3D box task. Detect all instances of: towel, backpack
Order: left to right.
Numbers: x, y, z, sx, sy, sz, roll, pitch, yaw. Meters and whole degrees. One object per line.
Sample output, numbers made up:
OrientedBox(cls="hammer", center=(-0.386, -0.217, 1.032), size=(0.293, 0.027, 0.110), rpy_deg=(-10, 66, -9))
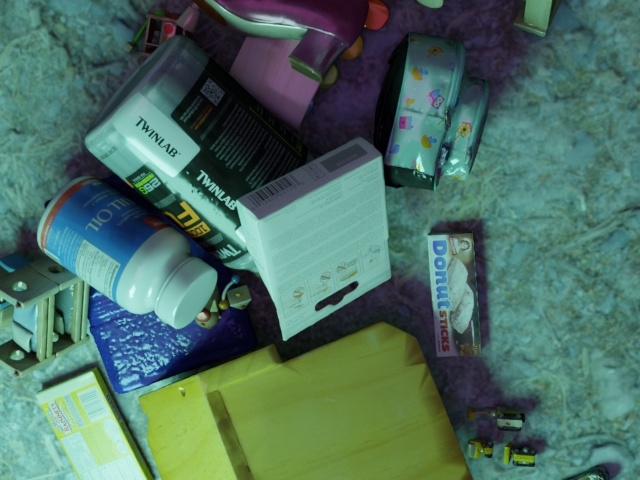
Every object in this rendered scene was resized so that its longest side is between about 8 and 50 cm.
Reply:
OrientedBox(cls="towel", center=(-0.241, 0.047, 1.429), size=(0.227, 0.076, 0.308), rpy_deg=(-19, 99, 5))
OrientedBox(cls="backpack", center=(0.141, -0.169, 1.270), size=(0.144, 0.166, 0.188), rpy_deg=(5, 107, 5))

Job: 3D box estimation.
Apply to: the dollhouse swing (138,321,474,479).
OrientedBox(cls="dollhouse swing", center=(-0.021, 0.311, 1.401), size=(0.315, 0.305, 0.347), rpy_deg=(-27, 84, 56))

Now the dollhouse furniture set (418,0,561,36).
OrientedBox(cls="dollhouse furniture set", center=(0.189, -0.373, 1.222), size=(0.242, 0.161, 0.212), rpy_deg=(23, 76, 15))

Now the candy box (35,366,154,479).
OrientedBox(cls="candy box", center=(-0.344, 0.304, 1.520), size=(0.105, 0.027, 0.206), rpy_deg=(-22, 98, 15))

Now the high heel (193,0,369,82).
OrientedBox(cls="high heel", center=(-0.063, -0.307, 1.240), size=(0.244, 0.082, 0.117), rpy_deg=(32, 84, 11))

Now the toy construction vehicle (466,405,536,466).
OrientedBox(cls="toy construction vehicle", center=(0.260, 0.280, 1.425), size=(0.098, 0.035, 0.086), rpy_deg=(1, 114, 11))

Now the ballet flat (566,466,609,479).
OrientedBox(cls="ballet flat", center=(0.363, 0.363, 1.422), size=(0.114, 0.041, 0.041), rpy_deg=(-35, 96, 14))

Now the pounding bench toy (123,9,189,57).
OrientedBox(cls="pounding bench toy", center=(-0.225, -0.284, 1.357), size=(0.083, 0.052, 0.065), rpy_deg=(12, 104, 6))

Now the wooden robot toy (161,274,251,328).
OrientedBox(cls="wooden robot toy", center=(-0.170, 0.098, 1.361), size=(0.173, 0.076, 0.079), rpy_deg=(0, 132, 12))

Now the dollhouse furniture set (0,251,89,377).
OrientedBox(cls="dollhouse furniture set", center=(-0.430, 0.075, 1.382), size=(0.183, 0.129, 0.129), rpy_deg=(28, 124, 25))

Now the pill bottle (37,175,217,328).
OrientedBox(cls="pill bottle", center=(-0.248, 0.018, 1.293), size=(0.221, 0.124, 0.124), rpy_deg=(31, 106, 15))

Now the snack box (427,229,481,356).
OrientedBox(cls="snack box", center=(0.188, 0.075, 1.392), size=(0.064, 0.022, 0.178), rpy_deg=(-4, 102, 11))

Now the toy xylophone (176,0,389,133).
OrientedBox(cls="toy xylophone", center=(-0.038, -0.309, 1.308), size=(0.236, 0.081, 0.323), rpy_deg=(37, 105, -1))

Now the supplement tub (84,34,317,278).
OrientedBox(cls="supplement tub", center=(-0.130, -0.096, 1.292), size=(0.316, 0.193, 0.193), rpy_deg=(42, 106, -19))

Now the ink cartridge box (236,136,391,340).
OrientedBox(cls="ink cartridge box", center=(0.000, 0.000, 1.248), size=(0.181, 0.056, 0.225), rpy_deg=(-29, 140, -18))
